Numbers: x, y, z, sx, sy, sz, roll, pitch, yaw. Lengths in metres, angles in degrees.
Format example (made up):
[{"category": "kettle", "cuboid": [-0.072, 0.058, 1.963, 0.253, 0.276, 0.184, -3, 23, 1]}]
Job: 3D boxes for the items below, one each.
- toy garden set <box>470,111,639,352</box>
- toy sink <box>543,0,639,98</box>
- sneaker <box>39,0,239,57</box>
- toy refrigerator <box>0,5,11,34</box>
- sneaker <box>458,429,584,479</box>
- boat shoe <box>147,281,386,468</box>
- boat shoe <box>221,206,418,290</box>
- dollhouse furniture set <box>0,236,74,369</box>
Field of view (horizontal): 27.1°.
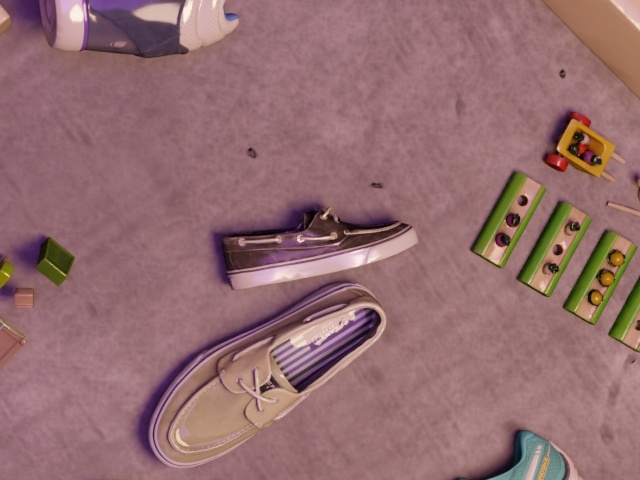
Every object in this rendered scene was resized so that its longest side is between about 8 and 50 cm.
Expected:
[{"category": "toy garden set", "cuboid": [0.331, -0.013, 1.560, 0.244, 0.049, 0.204, 30, 86, -11]}, {"category": "toy sink", "cuboid": [0.372, -0.275, 1.507, 0.234, 0.153, 0.131, 42, 84, -9]}, {"category": "sneaker", "cuboid": [-0.185, -0.355, 1.414, 0.236, 0.130, 0.322, -5, 88, -21]}, {"category": "toy refrigerator", "cuboid": [-0.456, -0.182, 1.370, 0.269, 0.094, 0.102, -40, 99, -7]}, {"category": "sneaker", "cuboid": [0.176, 0.332, 1.531, 0.275, 0.107, 0.110, -40, 80, -12]}, {"category": "boat shoe", "cuboid": [-0.061, 0.144, 1.462, 0.302, 0.094, 0.109, -37, 99, -8]}, {"category": "boat shoe", "cuboid": [0.000, 0.000, 1.478, 0.219, 0.078, 0.070, -12, 96, -9]}, {"category": "dollhouse furniture set", "cuboid": [-0.335, 0.066, 1.440, 0.076, 0.058, 0.151, 40, 103, -17]}]
